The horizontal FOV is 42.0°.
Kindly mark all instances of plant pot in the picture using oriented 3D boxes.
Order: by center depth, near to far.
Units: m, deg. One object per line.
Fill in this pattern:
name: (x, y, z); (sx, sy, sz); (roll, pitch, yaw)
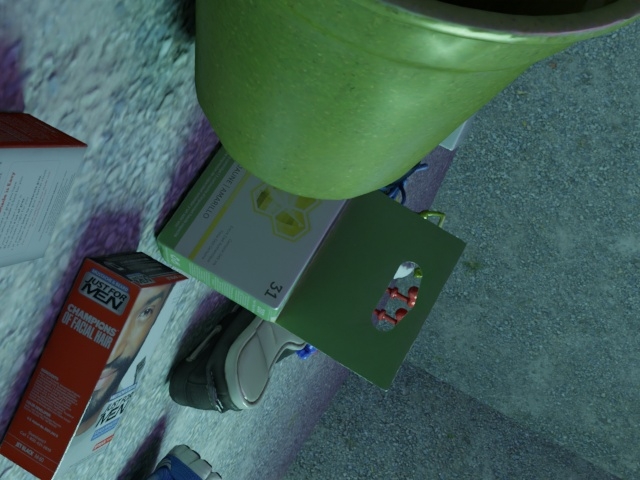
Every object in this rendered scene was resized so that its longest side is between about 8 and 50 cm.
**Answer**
plant pot: (0.029, -0.158, 0.507); (0.276, 0.276, 0.254); (-56, 180, -30)

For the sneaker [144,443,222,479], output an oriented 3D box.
sneaker: (-0.230, 0.408, 1.082); (0.147, 0.129, 0.330); (-30, 146, -45)

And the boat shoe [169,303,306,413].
boat shoe: (-0.091, 0.120, 1.083); (0.335, 0.095, 0.112); (-46, 126, -68)

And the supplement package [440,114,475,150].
supplement package: (0.205, -0.283, 1.290); (0.244, 0.139, 0.134); (-67, 170, 18)

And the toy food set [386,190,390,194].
toy food set: (0.036, -0.059, 1.183); (0.192, 0.038, 0.132); (33, 69, -52)

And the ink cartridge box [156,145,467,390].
ink cartridge box: (0.000, 0.000, 0.742); (0.171, 0.235, 0.056); (-58, 174, -20)

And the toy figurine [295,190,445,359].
toy figurine: (0.045, 0.092, 1.388); (0.217, 0.191, 0.363); (-34, 149, -59)

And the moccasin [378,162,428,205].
moccasin: (0.063, -0.099, 0.995); (0.342, 0.116, 0.138); (84, 24, -59)

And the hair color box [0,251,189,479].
hair color box: (-0.174, 0.095, 0.652); (0.167, 0.053, 0.093); (-65, 169, 8)

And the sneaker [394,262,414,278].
sneaker: (0.041, 0.032, 1.292); (0.232, 0.090, 0.115); (9, 135, -35)

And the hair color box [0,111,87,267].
hair color box: (-0.172, -0.021, 0.385); (0.072, 0.043, 0.141); (-64, 171, 12)
